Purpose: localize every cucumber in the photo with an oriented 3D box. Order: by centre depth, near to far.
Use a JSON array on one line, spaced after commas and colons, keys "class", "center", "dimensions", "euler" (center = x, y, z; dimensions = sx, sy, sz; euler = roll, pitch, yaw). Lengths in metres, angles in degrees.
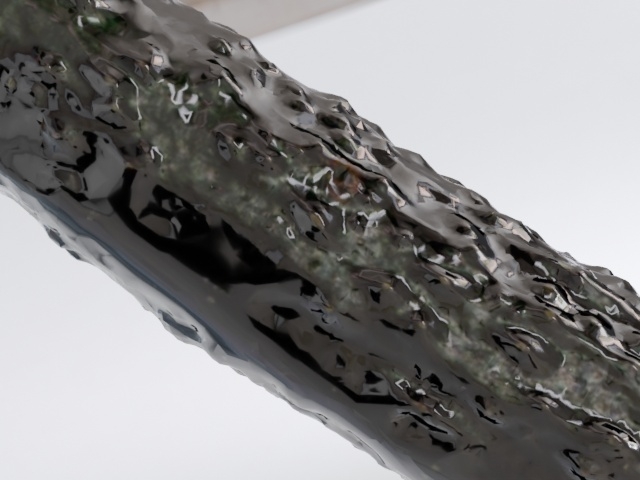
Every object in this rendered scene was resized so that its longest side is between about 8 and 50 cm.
[{"class": "cucumber", "center": [-0.001, 0.002, 0.467], "dimensions": [0.072, 0.300, 0.072], "euler": [-58, 179, -2]}]
